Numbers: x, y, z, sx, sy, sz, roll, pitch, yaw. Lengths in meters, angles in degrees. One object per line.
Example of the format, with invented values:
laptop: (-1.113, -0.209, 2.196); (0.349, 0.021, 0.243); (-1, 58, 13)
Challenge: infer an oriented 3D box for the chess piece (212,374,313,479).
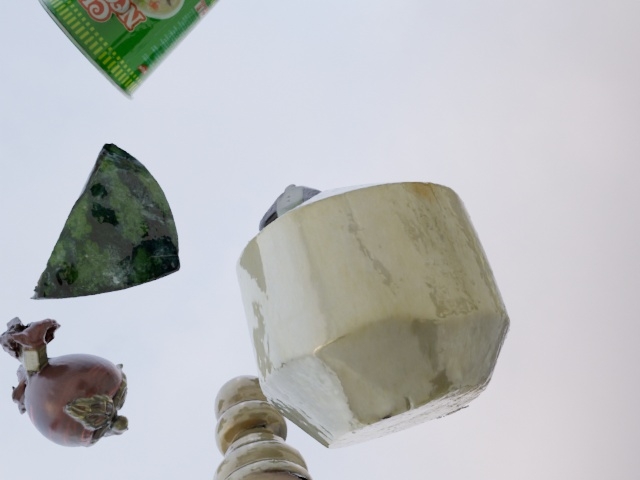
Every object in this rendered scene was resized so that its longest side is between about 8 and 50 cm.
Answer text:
chess piece: (-0.099, 0.308, 0.920); (0.143, 0.261, 0.142); (-5, -65, -11)

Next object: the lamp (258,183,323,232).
lamp: (0.000, 0.000, 1.235); (0.244, 0.198, 0.197); (51, -123, -38)

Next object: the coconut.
coconut: (0.052, 0.068, 0.706); (0.323, 0.323, 0.322); (2, -92, -44)

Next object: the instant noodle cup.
instant noodle cup: (-0.289, -0.378, 0.976); (0.233, 0.207, 0.207); (-42, -59, -1)

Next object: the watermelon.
watermelon: (-0.300, -0.023, 0.772); (0.136, 0.203, 0.207); (23, -125, -65)

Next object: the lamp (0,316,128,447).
lamp: (-0.414, 0.243, 0.984); (0.224, 0.215, 0.151); (13, -146, -10)
